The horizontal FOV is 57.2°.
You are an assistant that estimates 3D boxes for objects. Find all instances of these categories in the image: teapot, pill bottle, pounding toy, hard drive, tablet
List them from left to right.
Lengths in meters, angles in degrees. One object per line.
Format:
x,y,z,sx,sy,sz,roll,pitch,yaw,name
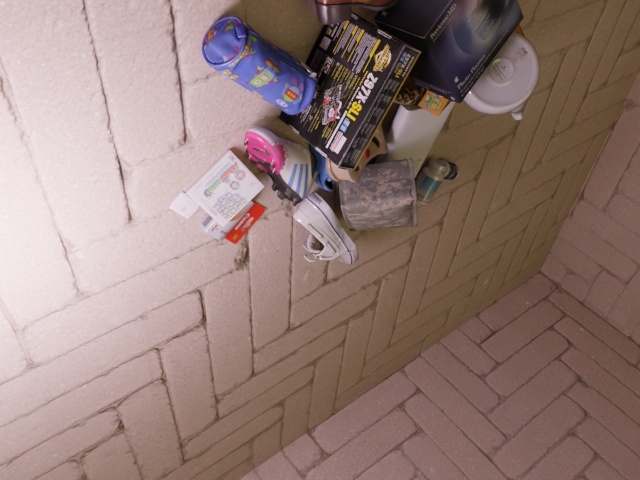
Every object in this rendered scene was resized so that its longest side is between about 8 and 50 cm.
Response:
-0.348,-0.089,1.514,0.054,0.006,0.083,-48,148,3,tablet
0.116,-0.248,1.673,0.269,0.155,0.154,-25,116,-46,pounding toy
0.287,-0.311,1.922,0.233,0.047,0.353,-21,149,-35,hard drive
0.398,-0.218,2.166,0.087,0.087,0.160,-4,129,-48,pill bottle
0.484,-0.265,2.231,0.120,0.067,0.067,3,124,-51,pill bottle
0.501,-0.491,1.720,0.187,0.252,0.256,-84,177,-79,teapot

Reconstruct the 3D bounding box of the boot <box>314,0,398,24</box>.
0.087,-0.654,1.298,0.264,0.096,0.280,-23,135,-19,boot

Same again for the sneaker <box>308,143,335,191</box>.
0.018,-0.231,1.715,0.069,0.082,0.209,-30,143,-20,sneaker

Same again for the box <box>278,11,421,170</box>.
0.059,-0.374,1.437,0.079,0.257,0.322,1,124,-51,box

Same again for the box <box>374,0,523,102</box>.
0.337,-0.568,1.504,0.296,0.183,0.294,-54,143,1,box

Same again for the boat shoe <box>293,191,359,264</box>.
0.005,0.004,1.909,0.156,0.136,0.367,-43,145,-6,boat shoe

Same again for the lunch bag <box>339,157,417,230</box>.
0.190,-0.124,1.871,0.235,0.169,0.287,-6,157,7,lunch bag

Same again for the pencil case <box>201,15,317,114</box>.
-0.123,-0.391,1.332,0.133,0.119,0.306,-27,157,26,pencil case

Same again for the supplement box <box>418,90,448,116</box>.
0.386,-0.469,1.800,0.233,0.080,0.078,-46,169,-41,supplement box

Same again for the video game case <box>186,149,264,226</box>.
-0.245,-0.134,1.527,0.157,0.019,0.143,-45,126,-2,video game case

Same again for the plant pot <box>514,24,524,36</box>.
0.554,-0.608,1.834,0.205,0.205,0.188,-40,132,-10,plant pot

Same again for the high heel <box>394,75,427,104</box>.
0.289,-0.499,1.708,0.261,0.093,0.186,-34,156,-49,high heel

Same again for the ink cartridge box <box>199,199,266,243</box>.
-0.235,-0.057,1.648,0.145,0.045,0.179,-48,145,4,ink cartridge box

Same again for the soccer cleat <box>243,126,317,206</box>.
-0.100,-0.227,1.575,0.143,0.116,0.331,-56,153,-14,soccer cleat
